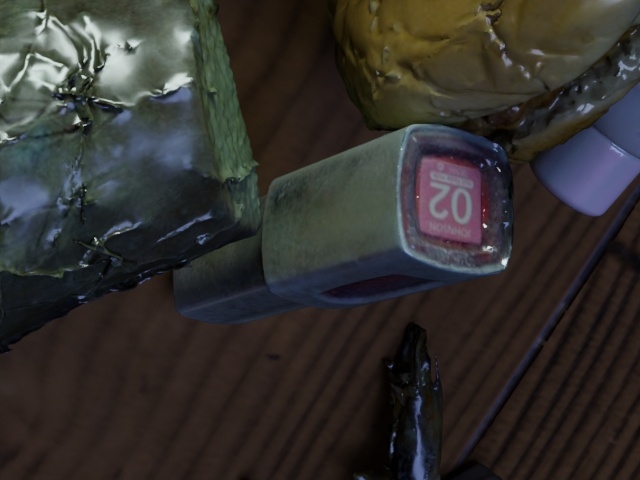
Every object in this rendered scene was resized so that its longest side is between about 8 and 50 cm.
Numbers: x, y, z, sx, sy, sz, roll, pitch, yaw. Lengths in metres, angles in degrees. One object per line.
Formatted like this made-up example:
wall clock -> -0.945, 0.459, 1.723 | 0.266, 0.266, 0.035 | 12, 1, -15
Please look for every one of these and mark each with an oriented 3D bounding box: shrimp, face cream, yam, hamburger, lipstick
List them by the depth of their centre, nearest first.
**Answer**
yam -> -0.172, -0.036, 0.772 | 0.271, 0.201, 0.202 | -24, 125, -26
hamburger -> 0.115, -0.178, 0.814 | 0.145, 0.259, 0.283 | 19, 115, -28
face cream -> 0.218, -0.127, 0.829 | 0.082, 0.082, 0.269 | 23, 115, -37
lipstick -> 0.000, 0.000, 0.851 | 0.079, 0.253, 0.077 | 11, 75, -33
shrimp -> 0.018, 0.156, 1.066 | 0.148, 0.035, 0.195 | 2, 96, -10

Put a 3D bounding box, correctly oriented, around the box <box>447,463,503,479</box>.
box -> 0.048, 0.272, 1.137 | 0.244, 0.055, 0.103 | -29, 126, -15
